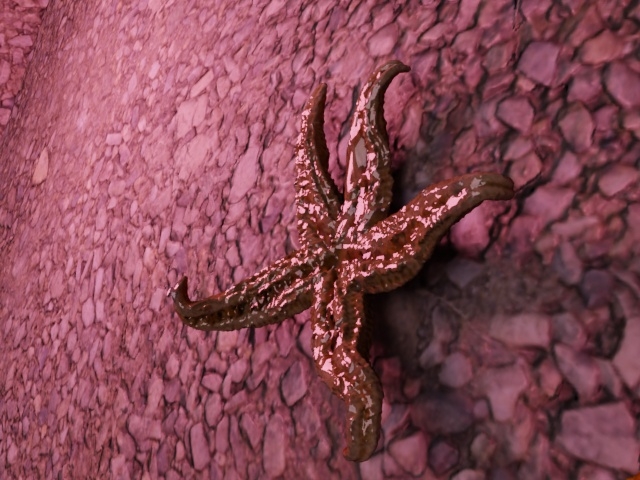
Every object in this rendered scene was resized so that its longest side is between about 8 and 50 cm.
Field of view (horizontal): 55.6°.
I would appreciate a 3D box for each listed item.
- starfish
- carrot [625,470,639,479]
[{"bbox_3d":[0.005,0.006,0.533,0.327,0.094,0.375,-36,45,21],"label":"starfish"},{"bbox_3d":[0.278,0.112,0.226,0.314,0.066,0.066,-11,68,48],"label":"carrot"}]
